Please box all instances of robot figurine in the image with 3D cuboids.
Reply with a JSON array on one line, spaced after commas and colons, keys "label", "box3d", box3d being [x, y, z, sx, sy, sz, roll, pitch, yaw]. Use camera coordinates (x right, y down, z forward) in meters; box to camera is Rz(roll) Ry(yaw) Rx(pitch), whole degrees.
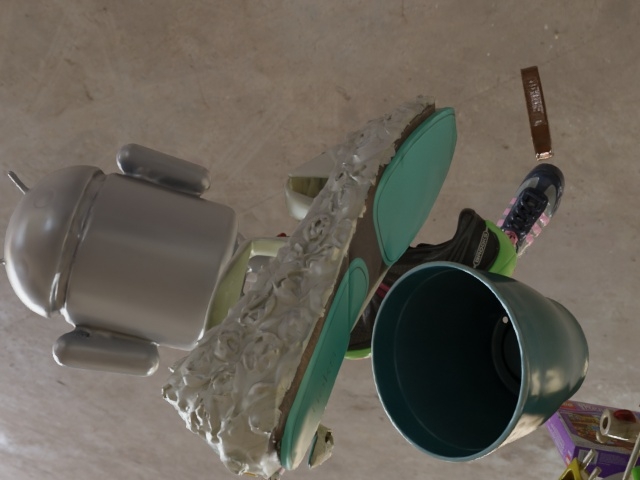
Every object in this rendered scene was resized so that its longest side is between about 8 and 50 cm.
[{"label": "robot figurine", "box3d": [-0.240, 0.024, 0.767, 0.353, 0.300, 0.200, 17, 161, -13]}]

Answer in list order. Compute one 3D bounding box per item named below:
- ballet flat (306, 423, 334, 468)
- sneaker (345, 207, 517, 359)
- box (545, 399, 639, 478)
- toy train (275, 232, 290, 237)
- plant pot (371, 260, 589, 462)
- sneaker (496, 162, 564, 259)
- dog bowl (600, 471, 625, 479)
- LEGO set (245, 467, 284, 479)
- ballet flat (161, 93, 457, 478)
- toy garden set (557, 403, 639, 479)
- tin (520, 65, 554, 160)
[{"label": "ballet flat", "box3d": [0.004, 0.447, 1.290, 0.052, 0.168, 0.057, 16, 100, 1]}, {"label": "sneaker", "box3d": [0.171, 0.095, 1.261, 0.482, 0.185, 0.202, -33, 86, 17]}, {"label": "box", "box3d": [0.588, 0.381, 1.099, 0.293, 0.201, 0.057, 8, 101, 7]}, {"label": "toy train", "box3d": [-0.057, 0.009, 1.681, 0.143, 0.248, 0.105, -25, 109, 45]}, {"label": "plant pot", "box3d": [0.262, 0.173, 0.895, 0.255, 0.272, 0.271, 5, 153, -38]}, {"label": "sneaker", "box3d": [0.506, -0.040, 1.486, 0.112, 0.131, 0.319, 30, 130, 18]}, {"label": "dog bowl", "box3d": [0.517, 0.494, 0.854, 0.348, 0.349, 0.102, 7, 126, 14]}, {"label": "LEGO set", "box3d": [-0.162, 0.502, 1.436, 0.132, 0.107, 0.287, 12, 151, 12]}, {"label": "ballet flat", "box3d": [0.000, 0.000, 0.530, 0.146, 0.409, 0.147, 22, 146, 16]}, {"label": "toy garden set", "box3d": [0.275, 0.250, 0.562, 0.049, 0.204, 0.245, 14, 119, 6]}, {"label": "tin", "box3d": [0.417, -0.246, 1.136, 0.040, 0.190, 0.106, -12, 161, 27]}]
